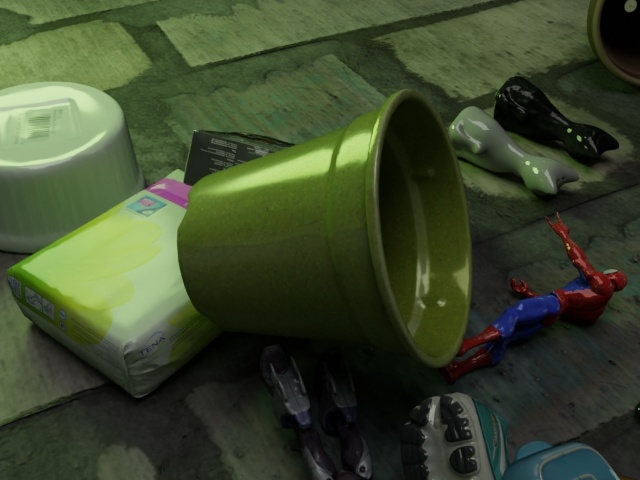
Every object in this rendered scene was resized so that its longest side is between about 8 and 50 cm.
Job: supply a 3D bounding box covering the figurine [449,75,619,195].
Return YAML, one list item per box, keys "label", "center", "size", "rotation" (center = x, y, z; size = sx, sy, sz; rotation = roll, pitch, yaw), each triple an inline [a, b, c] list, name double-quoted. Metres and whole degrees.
- label: "figurine"
  center: [0.343, -0.159, 1.280]
  size: [0.209, 0.092, 0.215]
  rotation: [34, 51, 28]

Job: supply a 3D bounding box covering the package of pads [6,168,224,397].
- label: "package of pads"
  center: [-0.200, 0.042, 1.008]
  size: [0.229, 0.101, 0.296]
  rotation: [27, 46, 29]

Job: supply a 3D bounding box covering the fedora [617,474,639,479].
- label: "fedora"
  center: [0.275, 0.311, 0.716]
  size: [0.194, 0.079, 0.194]
  rotation: [2, 49, -2]

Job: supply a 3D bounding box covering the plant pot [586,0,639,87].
- label: "plant pot"
  center: [0.629, -0.440, 1.520]
  size: [0.263, 0.263, 0.229]
  rotation: [4, 23, 3]

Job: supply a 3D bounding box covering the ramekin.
- label: "ramekin"
  center: [-0.405, -0.119, 1.168]
  size: [0.277, 0.135, 0.277]
  rotation: [0, 40, 0]

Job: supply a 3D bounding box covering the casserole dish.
- label: "casserole dish"
  center: [0.232, 0.246, 0.664]
  size: [0.114, 0.037, 0.188]
  rotation: [-7, 54, -34]

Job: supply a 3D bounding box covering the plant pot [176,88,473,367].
- label: "plant pot"
  center: [0.000, 0.000, 0.845]
  size: [0.254, 0.276, 0.276]
  rotation: [-7, 34, 27]

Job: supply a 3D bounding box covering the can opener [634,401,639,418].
- label: "can opener"
  center: [0.435, 0.152, 0.927]
  size: [0.186, 0.059, 0.073]
  rotation: [-23, 46, -27]

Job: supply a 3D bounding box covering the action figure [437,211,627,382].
- label: "action figure"
  center: [0.253, 0.064, 0.999]
  size: [0.280, 0.091, 0.139]
  rotation: [-16, 52, -19]

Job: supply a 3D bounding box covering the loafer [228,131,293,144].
- label: "loafer"
  center: [-0.076, -0.134, 1.263]
  size: [0.170, 0.062, 0.061]
  rotation: [22, 22, 18]

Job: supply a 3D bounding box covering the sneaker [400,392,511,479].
- label: "sneaker"
  center: [0.148, 0.272, 0.701]
  size: [0.110, 0.107, 0.275]
  rotation: [20, 59, -40]

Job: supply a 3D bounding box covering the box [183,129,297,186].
- label: "box"
  center: [0.006, -0.078, 1.076]
  size: [0.307, 0.076, 0.242]
  rotation: [16, 10, 13]

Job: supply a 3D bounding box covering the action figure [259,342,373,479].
- label: "action figure"
  center: [0.022, 0.235, 0.790]
  size: [0.185, 0.099, 0.285]
  rotation: [-6, 44, -22]
